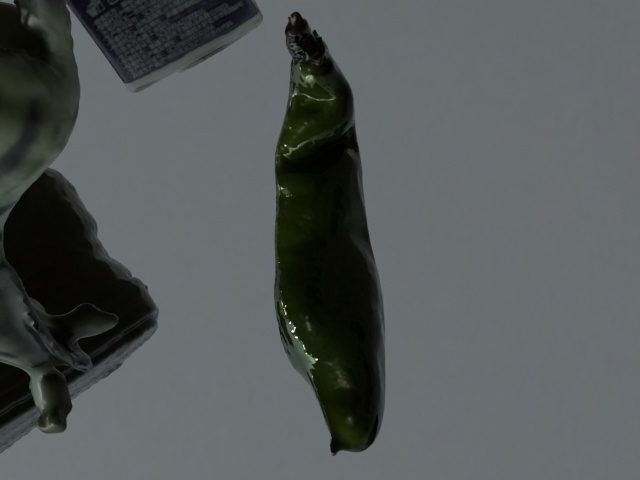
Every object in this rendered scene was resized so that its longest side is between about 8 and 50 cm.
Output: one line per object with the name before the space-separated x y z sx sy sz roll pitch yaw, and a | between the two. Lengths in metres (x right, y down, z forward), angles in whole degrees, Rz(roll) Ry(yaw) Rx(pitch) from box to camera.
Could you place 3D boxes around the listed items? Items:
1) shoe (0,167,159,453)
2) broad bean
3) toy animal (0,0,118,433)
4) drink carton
shoe | -0.350 0.086 1.716 0.384 0.171 0.237 -35 -98 -24
broad bean | 0.002 -0.002 0.857 0.046 0.061 0.195 -7 -96 14
toy animal | -0.126 -0.021 0.622 0.176 0.217 0.073 24 -130 -17
drink carton | -0.131 -0.210 1.137 0.101 0.222 0.134 -27 -122 4
